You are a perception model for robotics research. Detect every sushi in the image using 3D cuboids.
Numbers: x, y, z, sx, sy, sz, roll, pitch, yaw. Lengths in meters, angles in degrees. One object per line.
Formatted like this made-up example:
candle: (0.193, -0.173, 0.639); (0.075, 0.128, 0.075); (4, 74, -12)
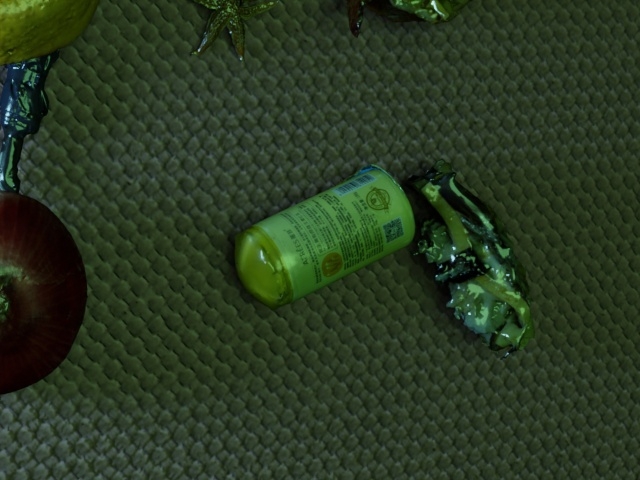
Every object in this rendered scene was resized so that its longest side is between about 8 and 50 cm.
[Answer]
sushi: (0.153, -0.375, 1.839); (0.296, 0.179, 0.167); (-13, 101, -22)
sushi: (0.206, 0.024, 1.908); (0.131, 0.139, 0.291); (-33, 103, 1)

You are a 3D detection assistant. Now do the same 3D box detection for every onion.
onion: (-0.386, 0.066, 1.629); (0.248, 0.161, 0.248); (-11, 106, -42)

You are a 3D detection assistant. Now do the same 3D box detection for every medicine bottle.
medicine bottle: (0.000, 0.000, 1.810); (0.239, 0.124, 0.124); (-27, 101, -20)

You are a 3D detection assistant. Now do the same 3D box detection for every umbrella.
umbrella: (-0.361, -0.178, 1.676); (0.071, 0.071, 0.248); (15, 83, -23)

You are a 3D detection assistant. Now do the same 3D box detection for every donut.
donut: (-0.391, -0.335, 1.605); (0.277, 0.108, 0.277); (3, 76, -12)

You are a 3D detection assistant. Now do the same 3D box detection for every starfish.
starfish: (-0.132, -0.298, 1.789); (0.130, 0.041, 0.133); (33, 78, -19)
